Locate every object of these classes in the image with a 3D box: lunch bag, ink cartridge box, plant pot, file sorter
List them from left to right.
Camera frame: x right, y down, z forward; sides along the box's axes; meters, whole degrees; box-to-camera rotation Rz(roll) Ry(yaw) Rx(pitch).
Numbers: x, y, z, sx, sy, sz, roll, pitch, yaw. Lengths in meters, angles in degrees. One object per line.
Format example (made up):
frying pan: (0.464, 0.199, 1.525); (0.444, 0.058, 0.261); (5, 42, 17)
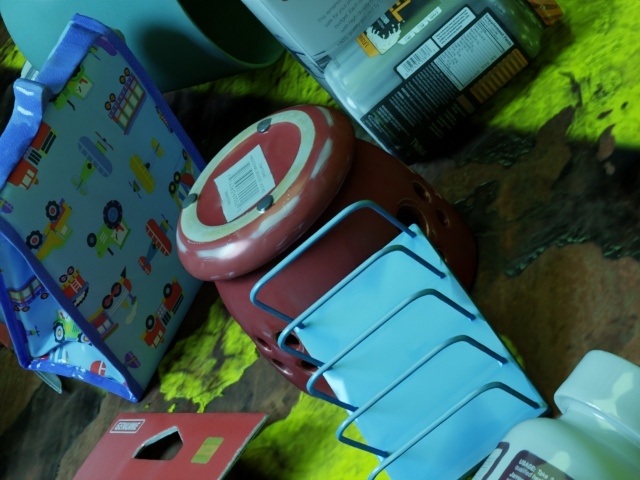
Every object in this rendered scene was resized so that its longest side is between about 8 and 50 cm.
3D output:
ink cartridge box: (-0.196, 0.225, 1.264); (0.261, 0.066, 0.296); (-57, 21, -22)
lunch bag: (-0.205, -0.035, 1.407); (0.138, 0.293, 0.221); (13, 58, 22)
plant pot: (-0.205, -0.287, 1.715); (0.235, 0.293, 0.293); (-18, 38, 26)
plant pot: (0.000, 0.000, 1.242); (0.191, 0.174, 0.191); (-30, 32, 21)
ink cartridge box: (0.032, -0.212, 1.448); (0.139, 0.191, 0.082); (-47, 29, -4)
file sorter: (0.048, 0.076, 1.073); (0.118, 0.104, 0.170); (-40, 62, 11)

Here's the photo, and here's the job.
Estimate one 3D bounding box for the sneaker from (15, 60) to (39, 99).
sneaker: (-0.261, -0.207, 1.914); (0.283, 0.110, 0.122); (-34, 34, 21)

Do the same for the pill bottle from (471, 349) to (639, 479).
pill bottle: (0.128, 0.178, 0.895); (0.221, 0.121, 0.121); (-51, 29, -10)

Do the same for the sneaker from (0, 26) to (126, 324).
sneaker: (-0.280, -0.063, 1.569); (0.126, 0.127, 0.321); (-35, -40, -73)

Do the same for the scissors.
scissors: (-0.317, 0.113, 1.670); (0.109, 0.021, 0.297); (-39, 30, 6)

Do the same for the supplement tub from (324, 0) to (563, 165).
supplement tub: (0.107, -0.164, 1.368); (0.190, 0.117, 0.117); (-41, 29, 7)
